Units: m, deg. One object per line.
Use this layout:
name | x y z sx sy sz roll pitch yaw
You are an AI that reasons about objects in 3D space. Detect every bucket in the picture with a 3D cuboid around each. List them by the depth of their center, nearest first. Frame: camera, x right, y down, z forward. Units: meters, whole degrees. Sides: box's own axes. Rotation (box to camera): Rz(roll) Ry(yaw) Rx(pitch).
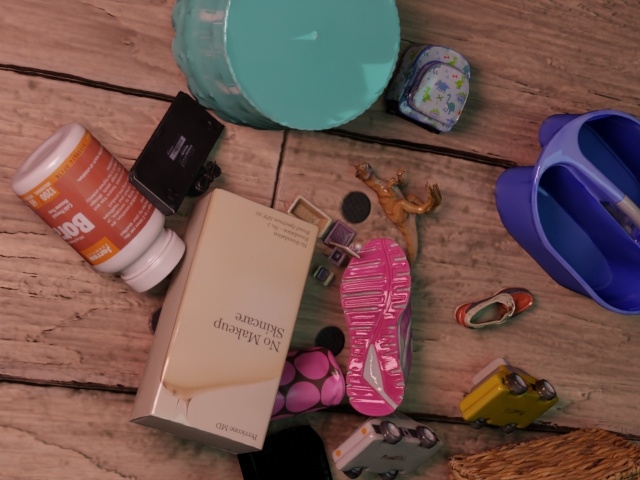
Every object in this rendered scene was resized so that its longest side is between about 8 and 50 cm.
bucket | -0.040 -0.269 1.593 0.281 0.183 0.281 -4 100 -23

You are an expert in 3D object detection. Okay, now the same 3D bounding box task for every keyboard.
keyboard | -0.179 -0.106 1.598 0.108 0.023 0.180 41 47 -19

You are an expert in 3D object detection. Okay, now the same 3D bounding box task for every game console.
game console | -0.117 0.408 1.680 0.361 0.044 0.213 -19 95 -38

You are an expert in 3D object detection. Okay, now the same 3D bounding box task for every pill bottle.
pill bottle | -0.278 -0.037 1.562 0.121 0.121 0.216 -47 112 -10

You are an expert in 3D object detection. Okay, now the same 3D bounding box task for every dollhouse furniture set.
dollhouse furniture set | 0.000 0.000 1.709 0.114 0.081 0.091 37 83 -24

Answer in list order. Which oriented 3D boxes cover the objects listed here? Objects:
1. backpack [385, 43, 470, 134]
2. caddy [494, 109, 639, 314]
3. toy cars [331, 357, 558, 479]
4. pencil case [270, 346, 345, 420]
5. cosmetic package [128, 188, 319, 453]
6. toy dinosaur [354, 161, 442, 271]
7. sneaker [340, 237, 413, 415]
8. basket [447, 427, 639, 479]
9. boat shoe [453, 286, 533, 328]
backpack | 0.162 -0.220 1.743 0.105 0.084 0.114 21 87 -27
caddy | 0.431 -0.044 1.836 0.341 0.179 0.241 43 82 -23
toy cars | 0.182 0.257 1.820 0.393 0.087 0.176 -17 146 -20
pencil case | -0.075 0.201 1.710 0.209 0.098 0.095 -4 140 -24
cosmetic package | -0.124 0.108 1.601 0.160 0.113 0.309 20 70 -19
toy dinosaur | 0.122 -0.039 1.778 0.112 0.064 0.211 -22 112 20
sneaker | 0.082 0.123 1.760 0.103 0.111 0.252 4 85 10
basket | 0.365 0.436 1.865 0.299 0.213 0.223 -7 100 -22
boat shoe | 0.270 0.104 1.865 0.137 0.043 0.049 -13 101 -22
